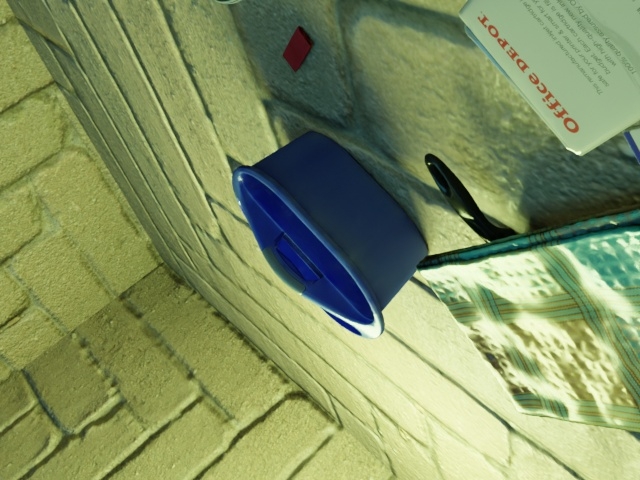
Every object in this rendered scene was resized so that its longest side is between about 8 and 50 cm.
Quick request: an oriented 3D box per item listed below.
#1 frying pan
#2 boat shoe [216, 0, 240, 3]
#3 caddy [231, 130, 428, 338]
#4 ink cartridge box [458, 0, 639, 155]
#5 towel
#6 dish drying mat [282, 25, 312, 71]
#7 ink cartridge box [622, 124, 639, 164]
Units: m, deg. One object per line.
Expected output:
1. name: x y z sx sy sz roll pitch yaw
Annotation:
1. frying pan: 0.229 0.043 0.802 0.326 0.053 0.197 47 159 12
2. boat shoe: -0.111 -0.346 0.772 0.108 0.102 0.301 55 160 -12
3. caddy: 0.000 0.000 1.042 0.341 0.179 0.241 47 161 11
4. ink cartridge box: 0.203 -0.166 0.433 0.148 0.086 0.203 51 161 2
5. towel: 0.278 0.103 0.703 0.271 0.040 0.370 54 154 -9
6. dish drying mat: -0.031 -0.258 0.900 0.032 0.008 0.083 52 161 -2
7. ink cartridge box: 0.363 -0.035 0.352 0.176 0.069 0.371 54 158 -13
